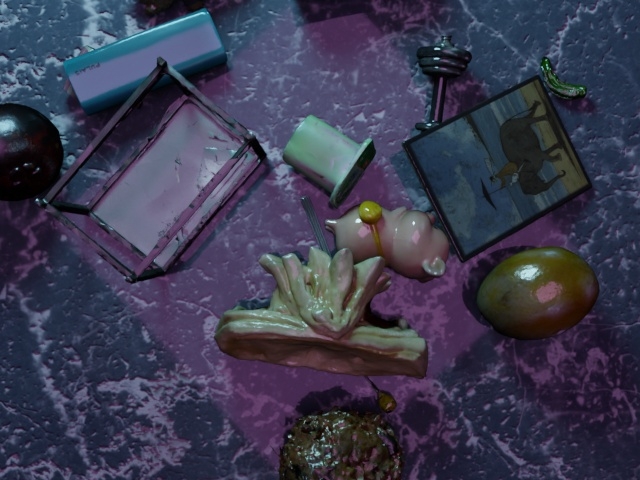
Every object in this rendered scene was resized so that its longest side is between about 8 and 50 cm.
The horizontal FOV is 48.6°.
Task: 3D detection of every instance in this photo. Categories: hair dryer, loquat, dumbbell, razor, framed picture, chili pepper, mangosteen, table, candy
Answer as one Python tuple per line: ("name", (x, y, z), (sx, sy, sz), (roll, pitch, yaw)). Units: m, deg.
("hair dryer", (-0.433, -0.315, 1.439), (0.154, 0.054, 0.106), (29, 94, -4))
("loquat", (0.419, 0.103, 1.380), (0.227, 0.179, 0.179), (-18, 90, 8))
("dumbbell", (0.235, -0.282, 1.418), (0.110, 0.110, 0.254), (7, 97, 0))
("razor", (0.000, 0.000, 1.443), (0.068, 0.037, 0.191), (-21, 88, 4))
("framed picture", (0.357, -0.147, 1.402), (0.347, 0.016, 0.265), (-27, 94, -16))
("chili pepper", (0.488, -0.322, 1.450), (0.118, 0.035, 0.055), (41, 77, 9))
("mangosteen", (-0.602, -0.175, 1.368), (0.210, 0.210, 0.210), (0, 90, 0))
("table", (-0.298, -0.117, 1.325), (0.222, 0.272, 0.335), (40, 90, 0))
("candy", (0.110, 0.301, 1.450), (0.035, 0.035, 0.123), (-39, 82, -3))

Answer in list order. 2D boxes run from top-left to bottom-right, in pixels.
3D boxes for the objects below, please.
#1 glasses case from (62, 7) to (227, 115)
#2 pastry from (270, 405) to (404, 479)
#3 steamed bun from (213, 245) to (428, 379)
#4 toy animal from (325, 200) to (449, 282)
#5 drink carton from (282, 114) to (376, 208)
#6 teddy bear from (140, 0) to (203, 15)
("glasses case", (-0.343, -0.354, 1.399), (0.301, 0.070, 0.117), (-24, 104, -6))
("pastry", (0.039, 0.452, 1.365), (0.275, 0.193, 0.275), (0, 88, 0))
("steamed bun", (0.006, 0.133, 1.360), (0.428, 0.247, 0.189), (6, 65, 3))
("toy animal", (0.130, -0.004, 1.387), (0.248, 0.165, 0.149), (19, 95, 6))
("drink carton", (0.011, -0.162, 1.398), (0.142, 0.146, 0.144), (33, 89, 8))
("teddy bear", (-0.275, -0.547, 1.387), (0.251, 0.129, 0.182), (-32, 98, 13))
